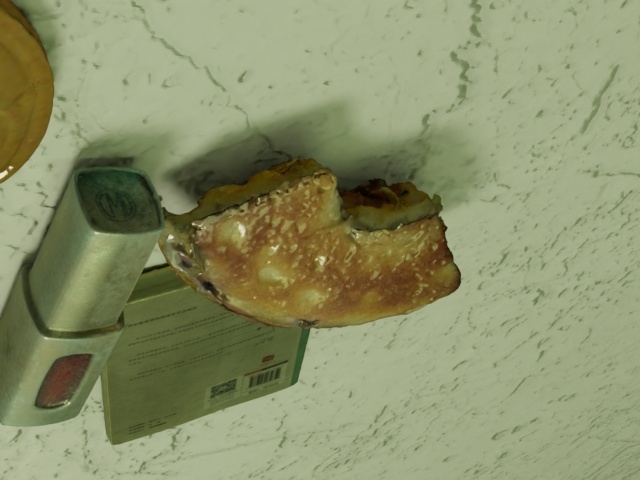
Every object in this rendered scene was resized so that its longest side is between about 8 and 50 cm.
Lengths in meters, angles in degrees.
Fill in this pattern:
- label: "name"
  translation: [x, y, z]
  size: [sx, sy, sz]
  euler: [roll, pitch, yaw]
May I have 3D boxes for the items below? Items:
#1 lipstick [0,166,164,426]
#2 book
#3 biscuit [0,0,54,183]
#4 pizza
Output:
- label: "lipstick"
  translation: [-0.190, 0.046, 0.952]
  size: [0.079, 0.077, 0.253]
  euler: [-2, 143, -33]
- label: "book"
  translation: [-0.103, 0.098, 1.153]
  size: [0.215, 0.025, 0.282]
  euler: [-15, 150, -19]
- label: "biscuit"
  translation: [-0.289, -0.053, 0.757]
  size: [0.289, 0.044, 0.202]
  euler: [-37, 149, 18]
- label: "pizza"
  translation: [0.000, 0.000, 1.005]
  size: [0.305, 0.085, 0.161]
  euler: [12, 121, -39]
